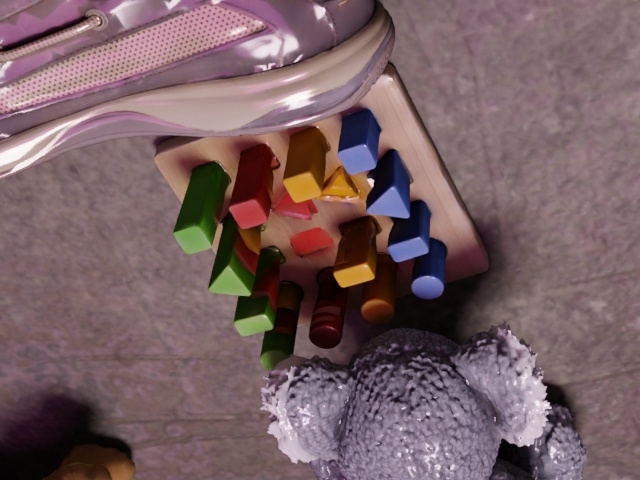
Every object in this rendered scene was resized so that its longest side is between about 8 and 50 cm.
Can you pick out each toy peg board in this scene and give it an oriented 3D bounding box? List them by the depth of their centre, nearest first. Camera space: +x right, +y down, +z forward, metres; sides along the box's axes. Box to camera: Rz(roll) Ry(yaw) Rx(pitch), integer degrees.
[{"bbox_3d":[0.000,0.000,0.822,0.160,0.079,0.161,-17,126,20],"label":"toy peg board"}]

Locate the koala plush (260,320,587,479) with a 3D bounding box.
[{"bbox_3d":[0.070,0.143,0.851,0.196,0.203,0.221,-4,130,10],"label":"koala plush"}]

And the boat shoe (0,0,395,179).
[{"bbox_3d":[-0.142,-0.120,0.724,0.355,0.132,0.130,-10,119,4],"label":"boat shoe"}]

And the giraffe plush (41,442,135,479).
[{"bbox_3d":[-0.248,0.217,1.008,0.170,0.181,0.210,21,165,3],"label":"giraffe plush"}]
